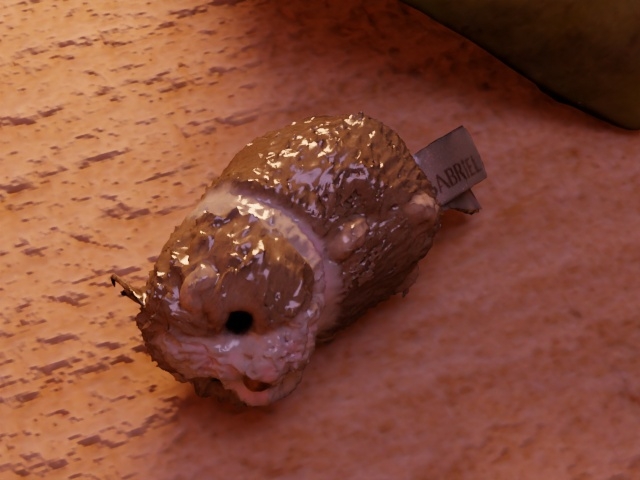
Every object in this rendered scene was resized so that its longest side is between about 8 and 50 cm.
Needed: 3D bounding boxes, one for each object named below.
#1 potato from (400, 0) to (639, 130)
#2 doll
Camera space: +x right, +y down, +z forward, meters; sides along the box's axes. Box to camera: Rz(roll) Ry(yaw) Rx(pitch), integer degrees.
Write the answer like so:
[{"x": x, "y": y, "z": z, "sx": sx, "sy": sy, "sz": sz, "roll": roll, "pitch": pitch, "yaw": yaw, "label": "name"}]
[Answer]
[{"x": 0.097, "y": -0.272, "z": 0.975, "sx": 0.280, "sy": 0.213, "sz": 0.330, "roll": 13, "pitch": 50, "yaw": -32, "label": "potato"}, {"x": 0.002, "y": -0.006, "z": 0.886, "sx": 0.221, "sy": 0.105, "sz": 0.115, "roll": -36, "pitch": 61, "yaw": -27, "label": "doll"}]
